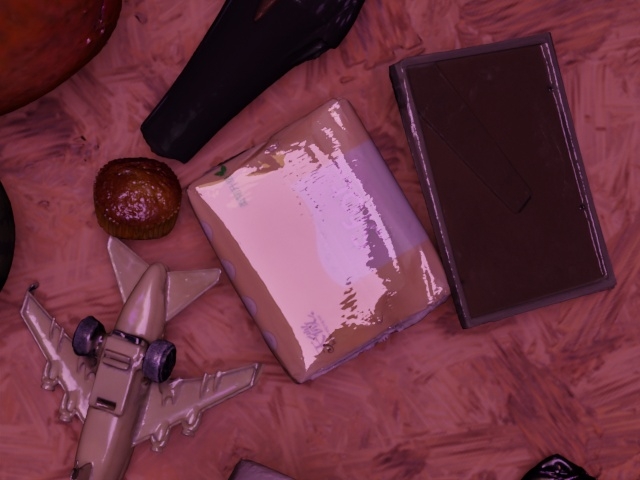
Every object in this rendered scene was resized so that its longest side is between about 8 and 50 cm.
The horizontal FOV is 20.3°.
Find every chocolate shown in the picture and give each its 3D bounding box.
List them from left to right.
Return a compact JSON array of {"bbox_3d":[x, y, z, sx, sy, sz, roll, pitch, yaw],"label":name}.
[{"bbox_3d":[0.260,0.244,1.690,0.147,0.070,0.072,12,59,-3],"label":"chocolate"}]

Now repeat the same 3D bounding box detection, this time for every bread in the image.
[{"bbox_3d":[-0.171,-0.042,1.667,0.085,0.053,0.085,5,55,-7],"label":"bread"}]

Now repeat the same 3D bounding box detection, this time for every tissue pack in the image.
[{"bbox_3d":[0.000,0.000,1.668,0.186,0.090,0.222,-29,89,-7],"label":"tissue pack"}]

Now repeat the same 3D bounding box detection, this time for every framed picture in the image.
[{"bbox_3d":[0.176,-0.060,1.678,0.189,0.023,0.260,-15,89,-30],"label":"framed picture"}]

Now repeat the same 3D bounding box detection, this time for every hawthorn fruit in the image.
[{"bbox_3d":[-0.336,-0.215,1.585,0.276,0.276,0.307,42,100,-1],"label":"hawthorn fruit"}]

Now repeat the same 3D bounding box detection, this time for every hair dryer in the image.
[{"bbox_3d":[-0.134,-0.281,1.693,0.304,0.120,0.359,-46,80,10],"label":"hair dryer"}]

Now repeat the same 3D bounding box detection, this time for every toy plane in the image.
[{"bbox_3d":[-0.183,0.133,1.656,0.242,0.104,0.256,17,80,12],"label":"toy plane"}]

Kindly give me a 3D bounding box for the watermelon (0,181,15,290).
[{"bbox_3d":[-0.376,-0.003,1.592,0.212,0.212,0.212,0,87,-3],"label":"watermelon"}]

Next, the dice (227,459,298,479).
[{"bbox_3d":[-0.010,0.357,1.581,0.251,0.243,0.259,24,84,-2],"label":"dice"}]
